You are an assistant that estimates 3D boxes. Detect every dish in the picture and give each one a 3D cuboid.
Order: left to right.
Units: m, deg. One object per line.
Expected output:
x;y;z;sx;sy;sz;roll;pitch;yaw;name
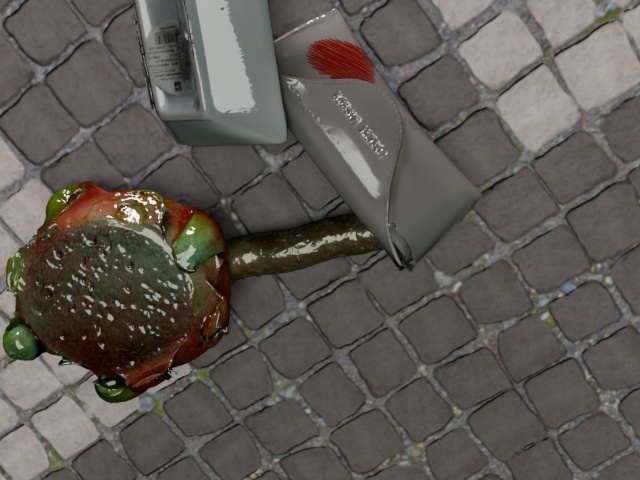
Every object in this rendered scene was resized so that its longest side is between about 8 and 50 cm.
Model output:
-0.139;-0.213;0.809;0.182;0.080;0.243;5;111;40;dish

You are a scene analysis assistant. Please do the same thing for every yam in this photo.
0.000;0.000;0.919;0.252;0.061;0.061;-13;105;8;yam

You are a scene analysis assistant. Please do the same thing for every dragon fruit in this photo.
-0.240;0.059;0.914;0.295;0.130;0.268;-18;104;9;dragon fruit

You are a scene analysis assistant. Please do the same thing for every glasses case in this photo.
0.048;-0.119;0.839;0.128;0.083;0.308;-37;88;0;glasses case
